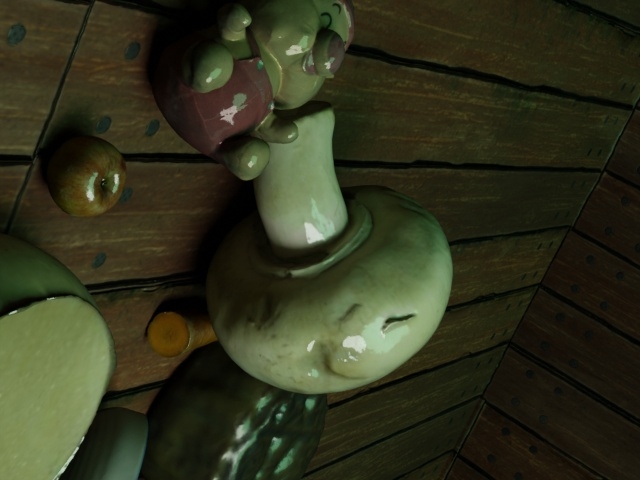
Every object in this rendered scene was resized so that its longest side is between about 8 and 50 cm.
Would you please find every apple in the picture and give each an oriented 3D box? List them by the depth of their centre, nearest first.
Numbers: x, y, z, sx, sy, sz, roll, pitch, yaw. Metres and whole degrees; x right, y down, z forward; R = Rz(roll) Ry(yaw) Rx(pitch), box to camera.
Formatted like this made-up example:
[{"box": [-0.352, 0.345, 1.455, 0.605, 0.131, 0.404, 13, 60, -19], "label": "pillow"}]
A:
[{"box": [-0.235, -0.064, 1.185, 0.084, 0.071, 0.084, -43, 146, -40], "label": "apple"}]

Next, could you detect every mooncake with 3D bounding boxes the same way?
[{"box": [-0.118, 0.276, 1.707, 0.290, 0.161, 0.290, -43, 151, -32], "label": "mooncake"}]

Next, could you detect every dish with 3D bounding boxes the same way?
[{"box": [-0.319, 0.306, 1.390, 0.273, 0.134, 0.273, -58, -165, 26], "label": "dish"}]

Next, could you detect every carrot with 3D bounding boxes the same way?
[{"box": [-0.151, 0.116, 1.590, 0.061, 0.061, 0.210, -63, 161, 12], "label": "carrot"}]

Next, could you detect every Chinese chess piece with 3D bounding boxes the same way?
[{"box": [-0.352, 0.154, 1.139, 0.338, 0.140, 0.338, -45, 155, -28], "label": "Chinese chess piece"}]

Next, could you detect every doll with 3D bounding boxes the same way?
[{"box": [-0.057, -0.201, 1.268, 0.256, 0.152, 0.196, -48, 168, -31], "label": "doll"}]

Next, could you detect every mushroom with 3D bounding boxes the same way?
[{"box": [0.003, 0.021, 1.512, 0.315, 0.356, 0.315, -11, 163, -3], "label": "mushroom"}]
